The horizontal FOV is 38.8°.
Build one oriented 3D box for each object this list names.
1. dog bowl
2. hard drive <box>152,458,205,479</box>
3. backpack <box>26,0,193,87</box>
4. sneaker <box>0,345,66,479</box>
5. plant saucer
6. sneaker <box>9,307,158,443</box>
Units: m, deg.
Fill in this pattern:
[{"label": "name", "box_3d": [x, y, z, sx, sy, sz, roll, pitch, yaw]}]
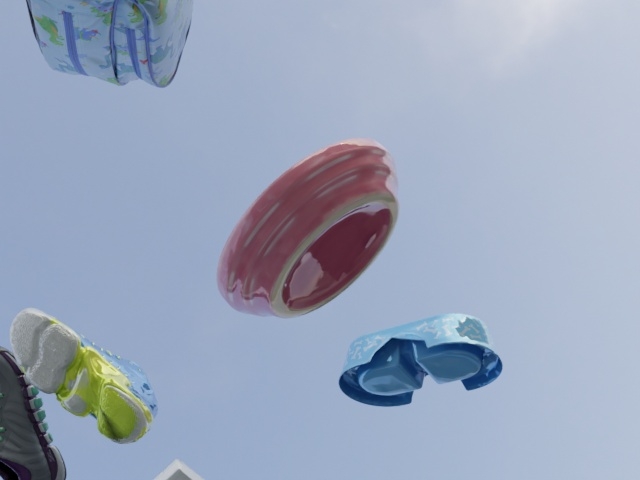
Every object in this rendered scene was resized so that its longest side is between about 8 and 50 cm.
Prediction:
[{"label": "dog bowl", "box_3d": [0.174, 0.210, 1.604, 0.166, 0.297, 0.074, 47, -144, -42]}, {"label": "hard drive", "box_3d": [-0.277, 0.520, 1.477, 0.307, 0.040, 0.203, -42, -63, 1]}, {"label": "backpack", "box_3d": [-0.283, -0.356, 1.221, 0.273, 0.355, 0.290, 15, -117, -20]}, {"label": "sneaker", "box_3d": [-0.431, 0.254, 1.241, 0.098, 0.083, 0.224, -23, -94, -55]}, {"label": "plant saucer", "box_3d": [0.000, 0.000, 1.358, 0.332, 0.084, 0.332, -35, -27, -20]}, {"label": "sneaker", "box_3d": [-0.319, 0.185, 1.255, 0.091, 0.240, 0.126, -47, -9, 8]}]
